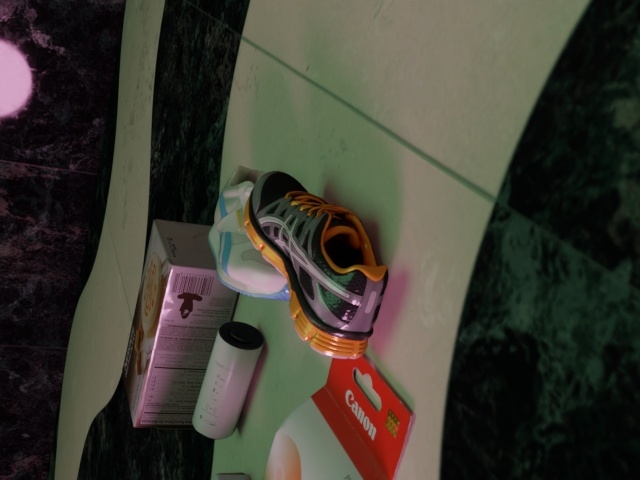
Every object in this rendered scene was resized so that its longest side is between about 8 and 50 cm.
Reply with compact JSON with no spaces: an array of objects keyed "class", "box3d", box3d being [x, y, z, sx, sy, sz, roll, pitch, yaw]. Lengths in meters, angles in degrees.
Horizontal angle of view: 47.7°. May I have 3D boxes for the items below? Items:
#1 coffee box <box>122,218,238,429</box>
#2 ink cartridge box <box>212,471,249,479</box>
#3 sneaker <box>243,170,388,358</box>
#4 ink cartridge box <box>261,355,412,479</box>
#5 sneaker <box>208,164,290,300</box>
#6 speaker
[{"class":"coffee box","box3d":[-0.194,0.115,0.986,0.141,0.098,0.246,-126,49,-57]},{"class":"ink cartridge box","box3d":[-0.093,0.403,0.754,0.224,0.045,0.223,-130,52,-58]},{"class":"sneaker","box3d":[0.000,0.000,0.624,0.215,0.084,0.083,58,133,41]},{"class":"ink cartridge box","box3d":[0.005,0.183,0.601,0.145,0.045,0.179,-135,53,-59]},{"class":"sneaker","box3d":[-0.062,-0.008,0.747,0.229,0.087,0.092,46,123,57]},{"class":"speaker","box3d":[-0.108,0.162,0.838,0.055,0.055,0.136,-122,44,-54]}]
